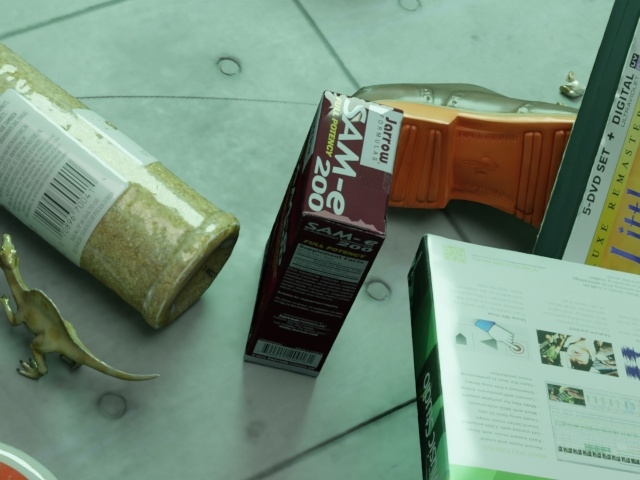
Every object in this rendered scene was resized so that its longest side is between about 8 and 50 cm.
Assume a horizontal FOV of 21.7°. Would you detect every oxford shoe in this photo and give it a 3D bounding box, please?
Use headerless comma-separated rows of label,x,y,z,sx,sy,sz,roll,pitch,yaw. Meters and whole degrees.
oxford shoe,0.195,-0.093,1.574,0.364,0.130,0.132,11,33,1

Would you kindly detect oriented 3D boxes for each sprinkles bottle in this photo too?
sprinkles bottle,-0.240,-0.073,1.453,0.355,0.121,0.121,38,56,9

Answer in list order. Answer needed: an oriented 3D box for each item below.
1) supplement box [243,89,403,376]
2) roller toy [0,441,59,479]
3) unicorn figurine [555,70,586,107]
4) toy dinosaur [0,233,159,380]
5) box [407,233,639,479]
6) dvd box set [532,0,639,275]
supplement box,0.000,0.000,1.401,0.073,0.239,0.130,14,55,-7
roller toy,-0.271,0.248,1.218,0.209,0.146,0.191,-26,68,-28
unicorn figurine,0.292,-0.128,1.689,0.111,0.060,0.162,26,71,1
toy dinosaur,-0.218,0.079,1.376,0.183,0.092,0.053,43,57,14
box,0.190,0.136,1.265,0.232,0.058,0.322,11,39,-10
dvd box set,0.412,-0.029,1.506,0.420,0.062,0.307,21,85,-20
